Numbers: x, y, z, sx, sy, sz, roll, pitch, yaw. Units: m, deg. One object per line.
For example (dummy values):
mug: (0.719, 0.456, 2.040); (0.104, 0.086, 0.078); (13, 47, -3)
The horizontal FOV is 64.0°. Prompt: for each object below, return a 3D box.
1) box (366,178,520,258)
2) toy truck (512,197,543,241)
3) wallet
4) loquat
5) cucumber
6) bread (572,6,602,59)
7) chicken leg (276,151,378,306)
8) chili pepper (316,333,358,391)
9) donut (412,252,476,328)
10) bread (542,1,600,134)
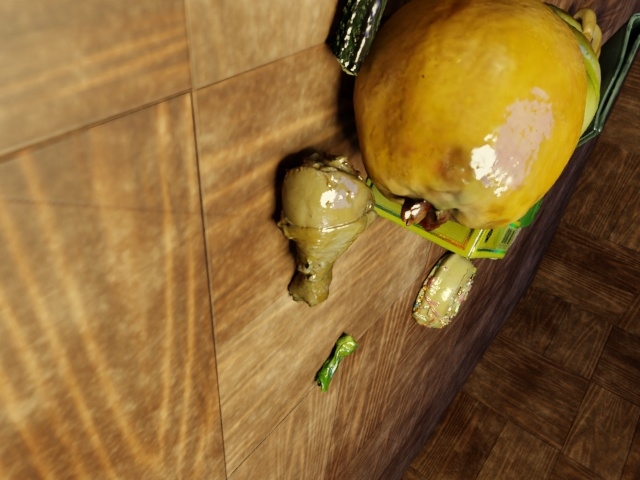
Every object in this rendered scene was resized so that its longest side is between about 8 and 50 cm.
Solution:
box: (0.155, -0.033, 0.629); (0.220, 0.141, 0.064); (7, 110, -63)
toy truck: (0.334, -0.087, 0.920); (0.101, 0.125, 0.242); (-39, 147, -40)
wallet: (0.575, -0.309, 1.109); (0.290, 0.054, 0.251); (-59, 176, -12)
loquat: (0.124, -0.110, 0.437); (0.234, 0.187, 0.176); (-63, 166, -15)
cucumber: (0.037, -0.192, 0.378); (0.033, 0.034, 0.134); (-8, 123, -53)
bread: (0.488, -0.335, 0.998); (0.134, 0.081, 0.225); (-61, 158, 1)
chicken leg: (0.003, 0.001, 0.476); (0.085, 0.069, 0.197); (-40, 154, -34)
chili pepper: (0.021, 0.170, 0.724); (0.030, 0.034, 0.091); (42, 77, -30)
donut: (0.253, 0.104, 1.027); (0.175, 0.068, 0.174); (-42, 148, -35)
bread: (0.249, -0.175, 0.607); (0.260, 0.156, 0.158); (-49, 167, -27)
